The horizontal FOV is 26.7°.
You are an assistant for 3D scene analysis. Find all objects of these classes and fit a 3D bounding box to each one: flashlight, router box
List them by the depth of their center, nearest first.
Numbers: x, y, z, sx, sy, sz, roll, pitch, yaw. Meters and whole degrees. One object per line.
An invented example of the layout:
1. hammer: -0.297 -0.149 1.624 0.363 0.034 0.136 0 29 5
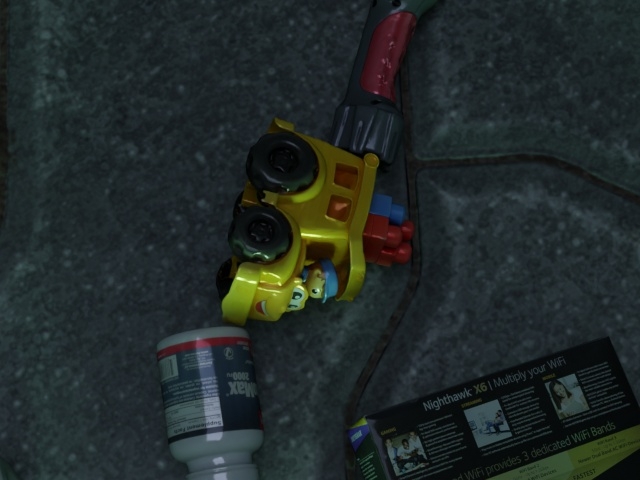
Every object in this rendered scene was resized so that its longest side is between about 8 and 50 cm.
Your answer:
1. router box: 0.214 0.263 1.447 0.309 0.081 0.243 -15 75 -18
2. flashlight: 0.091 -0.232 1.604 0.103 0.103 0.304 14 75 2

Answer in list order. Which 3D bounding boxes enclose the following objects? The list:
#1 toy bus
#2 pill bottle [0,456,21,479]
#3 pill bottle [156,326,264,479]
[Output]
1. toy bus: 0.000 0.000 1.513 0.211 0.149 0.220 16 59 -5
2. pill bottle: -0.419 0.336 1.452 0.221 0.124 0.124 -28 77 -6
3. pill bottle: -0.119 0.194 1.492 0.108 0.108 0.180 -9 76 -1
